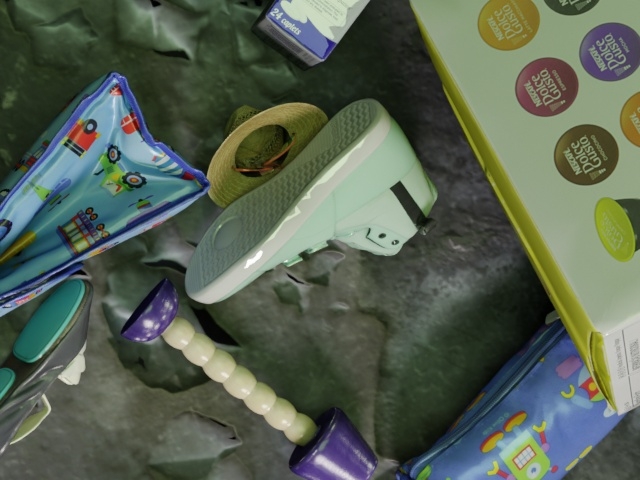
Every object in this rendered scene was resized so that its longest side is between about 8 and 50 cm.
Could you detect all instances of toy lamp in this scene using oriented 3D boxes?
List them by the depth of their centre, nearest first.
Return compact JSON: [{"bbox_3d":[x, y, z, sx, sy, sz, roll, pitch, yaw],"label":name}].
[{"bbox_3d":[-0.062,0.146,1.618,0.275,0.080,0.080,39,85,-10],"label":"toy lamp"}]

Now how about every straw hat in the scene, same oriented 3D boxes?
[{"bbox_3d":[-0.062,-0.094,1.612,0.144,0.144,0.061,-30,56,-8],"label":"straw hat"}]

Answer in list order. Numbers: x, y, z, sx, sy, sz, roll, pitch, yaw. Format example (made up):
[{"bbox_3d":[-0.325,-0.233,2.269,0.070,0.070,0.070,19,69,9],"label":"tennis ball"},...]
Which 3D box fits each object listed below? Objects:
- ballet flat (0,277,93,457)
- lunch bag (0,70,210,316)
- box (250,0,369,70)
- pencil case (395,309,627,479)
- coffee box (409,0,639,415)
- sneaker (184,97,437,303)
[{"bbox_3d":[-0.271,0.129,1.591,0.074,0.074,0.203,40,79,-9],"label":"ballet flat"},{"bbox_3d":[-0.261,-0.007,1.503,0.293,0.221,0.138,-40,98,-7],"label":"lunch bag"},{"bbox_3d":[0.007,-0.238,1.592,0.072,0.126,0.137,37,86,-8],"label":"box"},{"bbox_3d":[0.206,0.172,1.645,0.306,0.119,0.133,-44,115,-6],"label":"pencil case"},{"bbox_3d":[0.315,-0.093,1.468,0.334,0.338,0.337,-28,70,3],"label":"coffee box"},{"bbox_3d":[0.001,0.000,1.609,0.256,0.094,0.151,-41,126,3],"label":"sneaker"}]
